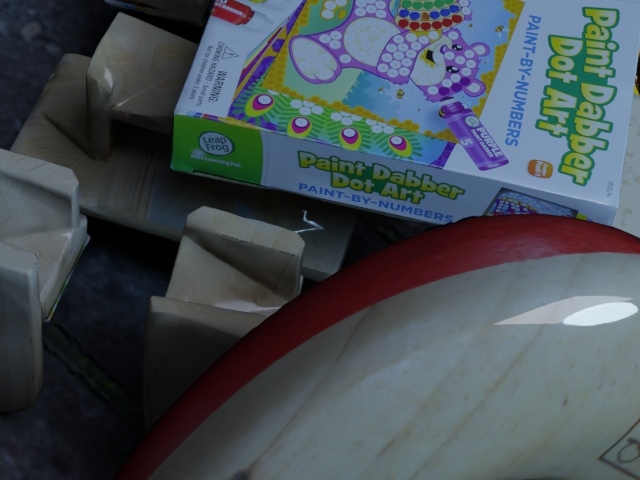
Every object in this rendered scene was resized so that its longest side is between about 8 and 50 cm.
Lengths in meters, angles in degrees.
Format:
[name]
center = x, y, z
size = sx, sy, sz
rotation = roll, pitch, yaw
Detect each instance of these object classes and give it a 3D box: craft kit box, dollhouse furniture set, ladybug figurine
[craft kit box]
center = 0.061, -0.118, 1.038
size = 0.246, 0.061, 0.250
rotation = 13, 51, 1
[dollhouse furniture set]
center = 0.000, 0.000, 1.134
size = 0.394, 0.256, 0.362
rotation = 16, 51, 7
[ladybug figurine]
center = 0.030, 0.140, 0.901
size = 0.305, 0.449, 0.162
rotation = 29, 25, -40

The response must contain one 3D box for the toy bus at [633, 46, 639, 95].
[toy bus]
center = 0.177, -0.108, 1.318
size = 0.211, 0.149, 0.220
rotation = -8, 62, -15
